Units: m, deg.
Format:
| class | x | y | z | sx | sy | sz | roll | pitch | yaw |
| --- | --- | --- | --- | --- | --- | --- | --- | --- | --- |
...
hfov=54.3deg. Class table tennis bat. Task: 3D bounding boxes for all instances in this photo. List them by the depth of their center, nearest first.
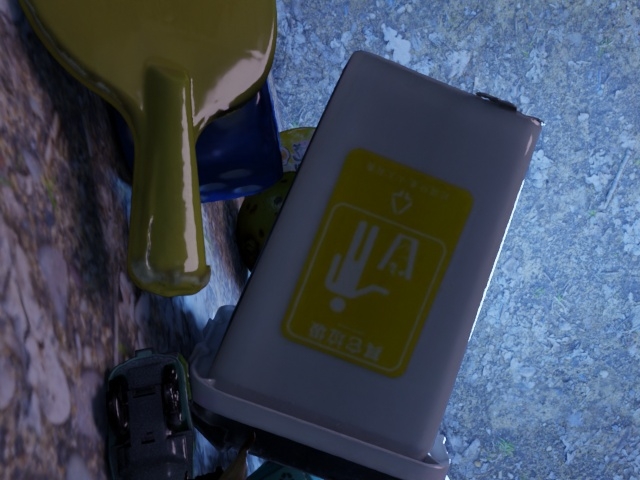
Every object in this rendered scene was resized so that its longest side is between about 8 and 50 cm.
| class | x | y | z | sx | sy | sz | roll | pitch | yaw |
| --- | --- | --- | --- | --- | --- | --- | --- | --- | --- |
| table tennis bat | -0.121 | -0.140 | 0.481 | 0.054 | 0.224 | 0.369 | -14 | -101 | 49 |

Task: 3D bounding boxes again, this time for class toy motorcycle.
| class | x | y | z | sx | sy | sz | roll | pitch | yaw |
| --- | --- | --- | --- | --- | --- | --- | --- | --- | --- |
| toy motorcycle | -0.111 | 0.159 | 0.439 | 0.100 | 0.058 | 0.173 | 85 | -7 | -66 |

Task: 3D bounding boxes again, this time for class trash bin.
| class | x | y | z | sx | sy | sz | roll | pitch | yaw |
| --- | --- | --- | --- | --- | --- | --- | --- | --- | --- |
| trash bin | 0.041 | 0.022 | 0.630 | 0.296 | 0.255 | 0.368 | -92 | -157 | -81 |

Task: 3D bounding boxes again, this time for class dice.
| class | x | y | z | sx | sy | sz | roll | pitch | yaw |
| --- | --- | --- | --- | --- | --- | --- | --- | --- | --- |
| dice | -0.115 | -0.121 | 0.619 | 0.146 | 0.143 | 0.147 | 58 | 21 | -81 |

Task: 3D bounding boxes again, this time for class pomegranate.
| class | x | y | z | sx | sy | sz | roll | pitch | yaw |
| --- | --- | --- | --- | --- | --- | --- | --- | --- | --- |
| pomegranate | -0.015 | -0.004 | 1.085 | 0.285 | 0.230 | 0.231 | 11 | 63 | -55 |

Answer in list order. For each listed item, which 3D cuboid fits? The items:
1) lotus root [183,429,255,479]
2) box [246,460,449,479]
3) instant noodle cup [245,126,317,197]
| class | x | y | z | sx | sy | sz | roll | pitch | yaw |
| --- | --- | --- | --- | --- | --- | --- | --- | --- | --- |
| lotus root | -0.057 | 0.243 | 0.313 | 0.154 | 0.154 | 0.278 | -15 | 96 | -87 |
| box | 0.044 | 0.311 | 0.751 | 0.205 | 0.118 | 0.311 | 60 | 22 | 7 |
| instant noodle cup | -0.023 | -0.081 | 1.326 | 0.200 | 0.264 | 0.264 | 88 | -8 | -63 |
